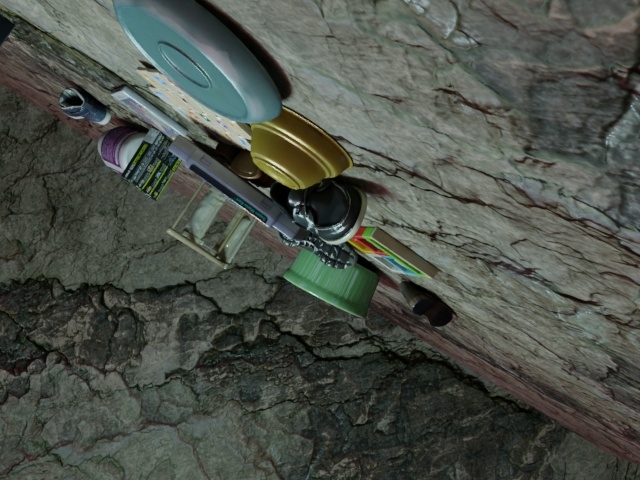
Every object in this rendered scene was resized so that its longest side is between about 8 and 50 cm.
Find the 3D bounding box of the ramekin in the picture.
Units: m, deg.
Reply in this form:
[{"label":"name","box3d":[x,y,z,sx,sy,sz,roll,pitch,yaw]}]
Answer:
[{"label":"ramekin","box3d":[0.045,0.120,2.248,0.304,0.148,0.303,27,180,0]}]

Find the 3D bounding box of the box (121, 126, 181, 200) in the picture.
[{"label":"box","box3d":[-0.532,-0.242,2.204,0.045,0.190,0.184,27,172,19]}]

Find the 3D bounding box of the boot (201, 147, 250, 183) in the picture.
[{"label":"boot","box3d":[-0.308,-0.205,1.908,0.207,0.090,0.248,29,176,9]}]

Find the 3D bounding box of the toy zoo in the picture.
[{"label":"toy zoo","box3d":[0.158,0.027,1.755,0.192,0.030,0.293,34,172,-15]}]

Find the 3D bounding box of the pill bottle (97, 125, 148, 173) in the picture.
[{"label":"pill bottle","box3d":[-0.662,-0.308,2.391,0.302,0.169,0.169,23,169,49]}]

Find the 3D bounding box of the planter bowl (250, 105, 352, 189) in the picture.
[{"label":"planter bowl","box3d":[-0.057,-0.153,1.227,0.217,0.090,0.217,31,173,4]}]

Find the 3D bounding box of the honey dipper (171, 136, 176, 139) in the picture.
[{"label":"honey dipper","box3d":[-0.377,-0.264,2.054,0.161,0.030,0.030,36,172,-18]}]

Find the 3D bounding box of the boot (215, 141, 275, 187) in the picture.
[{"label":"boot","box3d":[-0.150,-0.165,1.624,0.152,0.073,0.197,40,-179,-41]}]

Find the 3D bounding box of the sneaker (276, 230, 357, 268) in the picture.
[{"label":"sneaker","box3d":[0.000,0.000,2.094,0.267,0.101,0.106,27,-163,15]}]

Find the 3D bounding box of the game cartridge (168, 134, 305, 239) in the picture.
[{"label":"game cartridge","box3d":[-0.188,-0.116,1.647,0.355,0.068,0.230,36,-174,4]}]

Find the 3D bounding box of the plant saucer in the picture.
[{"label":"plant saucer","box3d":[-0.198,-0.280,1.056,0.318,0.043,0.317,35,170,7]}]

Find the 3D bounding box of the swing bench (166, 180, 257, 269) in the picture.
[{"label":"swing bench","box3d":[-0.372,-0.068,2.445,0.255,0.253,0.165,34,173,-11]}]

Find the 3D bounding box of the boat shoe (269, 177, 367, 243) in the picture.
[{"label":"boat shoe","box3d":[-0.018,-0.082,1.401,0.113,0.127,0.340,22,-174,-24]}]

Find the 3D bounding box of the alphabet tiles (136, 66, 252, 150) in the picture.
[{"label":"alphabet tiles","box3d":[-0.256,-0.281,1.473,0.284,0.021,0.278,24,169,48]}]

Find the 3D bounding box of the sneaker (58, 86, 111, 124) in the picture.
[{"label":"sneaker","box3d":[-0.844,-0.469,2.335,0.226,0.086,0.163,17,177,29]}]

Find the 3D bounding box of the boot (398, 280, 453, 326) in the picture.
[{"label":"boot","box3d":[0.321,0.188,2.084,0.219,0.082,0.106,34,-165,-46]}]

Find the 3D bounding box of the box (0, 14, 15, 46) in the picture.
[{"label":"box","box3d":[-0.994,-0.530,1.921,0.103,0.261,0.184,38,170,-39]}]

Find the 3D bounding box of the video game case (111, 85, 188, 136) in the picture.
[{"label":"video game case","box3d":[-0.472,-0.351,1.888,0.201,0.023,0.183,35,172,-26]}]
